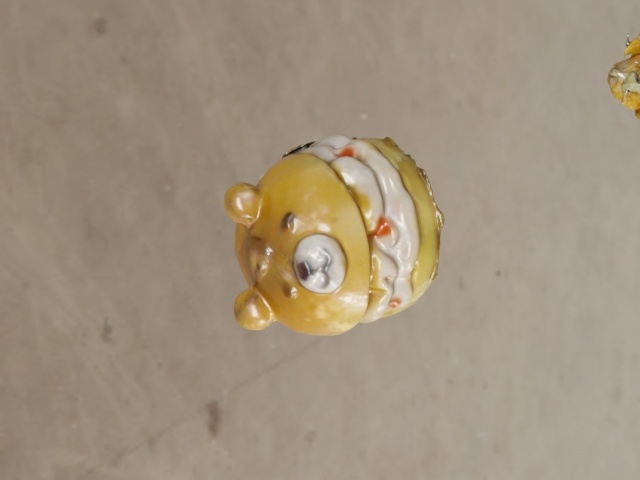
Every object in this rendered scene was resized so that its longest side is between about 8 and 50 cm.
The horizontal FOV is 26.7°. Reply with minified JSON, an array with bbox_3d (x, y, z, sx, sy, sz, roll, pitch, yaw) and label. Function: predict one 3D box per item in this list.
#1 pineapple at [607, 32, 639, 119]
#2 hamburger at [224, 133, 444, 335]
[{"bbox_3d":[0.415,-0.162,1.379,0.186,0.236,0.114,77,-8,-47],"label":"pineapple"},{"bbox_3d":[0.000,0.000,1.778,0.236,0.276,0.277,-15,104,-35],"label":"hamburger"}]
